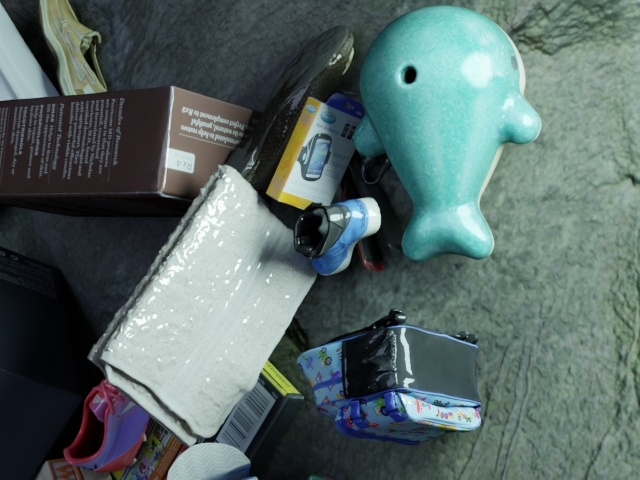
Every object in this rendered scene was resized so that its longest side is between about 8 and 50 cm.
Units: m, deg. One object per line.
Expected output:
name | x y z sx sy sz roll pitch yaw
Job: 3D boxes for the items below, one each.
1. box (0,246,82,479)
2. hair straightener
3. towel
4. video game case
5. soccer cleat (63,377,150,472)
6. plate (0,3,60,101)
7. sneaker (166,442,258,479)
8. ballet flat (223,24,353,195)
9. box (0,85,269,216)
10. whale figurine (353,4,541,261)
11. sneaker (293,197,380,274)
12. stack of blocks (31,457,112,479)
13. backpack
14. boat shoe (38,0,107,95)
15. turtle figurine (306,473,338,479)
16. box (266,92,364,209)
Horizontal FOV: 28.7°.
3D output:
box | -0.492 0.220 1.687 0.343 0.179 0.312 -55 30 18
hair straightener | 0.060 -0.083 1.446 0.089 0.047 0.230 -32 60 31
towel | -0.121 0.075 1.400 0.049 0.187 0.282 7 59 48
video game case | -0.167 0.230 1.579 0.248 0.035 0.275 42 110 35
soccer cleat | -0.239 0.179 1.560 0.083 0.095 0.248 33 105 38
plate | -0.531 -0.194 1.848 0.278 0.045 0.277 -36 80 16
sneaker | -0.090 0.394 1.405 0.127 0.182 0.316 -12 71 -8
ballet flat | -0.032 -0.147 1.493 0.250 0.058 0.084 -57 30 -10
box | -0.261 -0.106 1.610 0.381 0.191 0.143 3 85 39
whale figurine | 0.122 -0.114 1.324 0.216 0.141 0.272 -1 86 28
sneaker | 0.000 -0.001 1.398 0.152 0.084 0.058 -43 58 58
stack of blocks | -0.306 0.446 1.602 0.171 0.087 0.297 -44 60 35
backpack | 0.064 0.154 1.323 0.173 0.158 0.117 -19 64 38
boat shoe | -0.347 -0.283 1.800 0.072 0.068 0.190 -25 77 21
turtle figurine | 0.055 0.350 1.325 0.234 0.118 0.175 28 93 52
box | -0.001 -0.101 1.415 0.028 0.081 0.136 28 97 43
